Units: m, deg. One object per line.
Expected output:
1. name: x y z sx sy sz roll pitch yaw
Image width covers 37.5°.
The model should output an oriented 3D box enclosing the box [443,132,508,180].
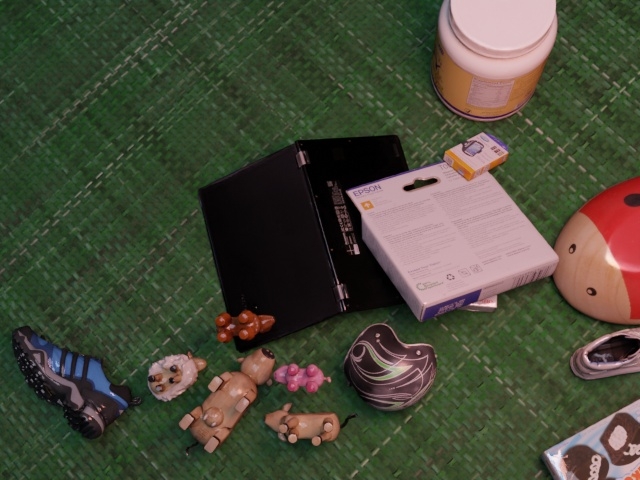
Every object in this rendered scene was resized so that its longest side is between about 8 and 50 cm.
1. box: 0.341 -0.185 2.039 0.136 0.028 0.081 -27 57 -32

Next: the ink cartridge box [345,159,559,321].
1. ink cartridge box: 0.262 -0.015 1.939 0.324 0.071 0.330 -17 51 -20

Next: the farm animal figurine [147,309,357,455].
1. farm animal figurine: -0.139 0.311 1.897 0.326 0.172 0.330 -35 84 6

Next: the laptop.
1. laptop: 0.000 0.000 2.041 0.407 0.236 0.382 -7 73 -29

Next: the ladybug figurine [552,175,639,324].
1. ladybug figurine: 0.696 0.000 1.931 0.449 0.162 0.305 -24 75 -4

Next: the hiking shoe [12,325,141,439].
1. hiking shoe: -0.519 0.279 1.962 0.304 0.113 0.132 42 50 18

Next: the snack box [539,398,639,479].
1. snack box: 0.619 0.427 1.856 0.321 0.060 0.187 -26 72 -9

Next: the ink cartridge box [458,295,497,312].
1. ink cartridge box: 0.327 0.085 1.983 0.088 0.052 0.123 4 76 4

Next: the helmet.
1. helmet: 0.145 0.260 1.889 0.161 0.169 0.169 36 79 27

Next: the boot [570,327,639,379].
1. boot: 0.638 0.219 1.894 0.258 0.123 0.095 -18 75 -2

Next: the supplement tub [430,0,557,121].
1. supplement tub: 0.359 -0.414 1.972 0.240 0.331 0.241 -1 74 3
